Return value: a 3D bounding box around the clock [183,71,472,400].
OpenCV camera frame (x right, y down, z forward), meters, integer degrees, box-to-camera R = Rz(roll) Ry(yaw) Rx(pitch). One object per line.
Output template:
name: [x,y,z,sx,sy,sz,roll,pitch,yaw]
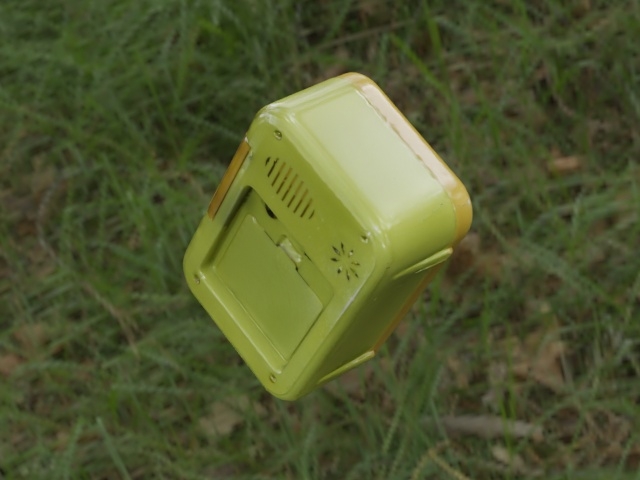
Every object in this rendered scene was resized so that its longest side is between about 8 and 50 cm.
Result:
clock: [0.000,0.000,0.985,0.096,0.202,0.143,-24,69,-36]
